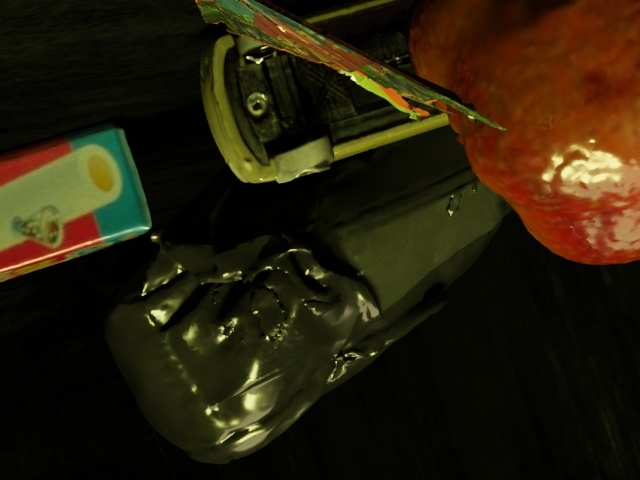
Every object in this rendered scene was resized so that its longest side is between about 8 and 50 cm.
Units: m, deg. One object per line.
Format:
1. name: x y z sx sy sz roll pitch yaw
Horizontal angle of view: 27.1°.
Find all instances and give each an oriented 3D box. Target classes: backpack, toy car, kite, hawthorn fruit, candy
1. backpack: 0.000 0.000 1.233 0.446 0.254 0.363 -34 -178 -11
2. toy car: 0.030 -0.109 0.882 0.257 0.101 0.124 -20 -176 -27
3. kite: -0.009 -0.103 0.673 0.183 0.014 0.241 28 178 -41
4. hawthorn fruit: 0.180 -0.118 0.725 0.243 0.207 0.207 -40 174 15
5. candy: -0.298 -0.004 1.107 0.306 0.100 0.157 -19 180 -10
